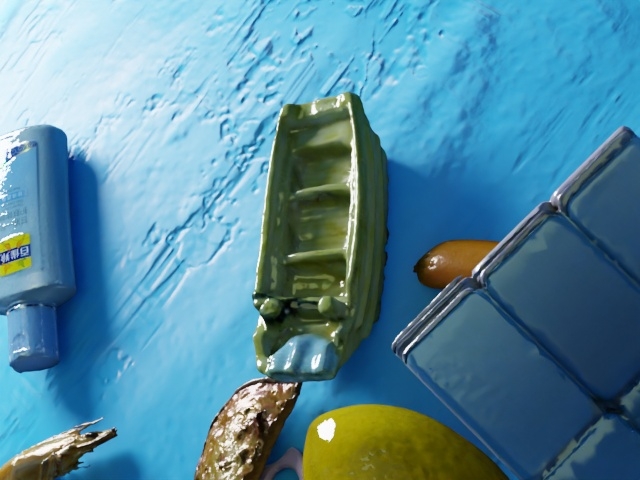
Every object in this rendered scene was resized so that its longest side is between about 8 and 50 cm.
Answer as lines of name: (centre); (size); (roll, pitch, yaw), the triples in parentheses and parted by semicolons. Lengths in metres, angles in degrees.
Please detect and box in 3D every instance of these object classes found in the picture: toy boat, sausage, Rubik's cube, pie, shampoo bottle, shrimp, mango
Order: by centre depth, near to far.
Rubik's cube: (0.219, 0.078, 0.887); (0.231, 0.221, 0.225); (44, 94, 10)
mango: (0.099, 0.281, 0.944); (0.195, 0.142, 0.332); (-10, 69, 0)
sausage: (0.163, 0.031, 1.058); (0.183, 0.054, 0.062); (16, 40, 31)
pie: (-0.084, 0.207, 1.117); (0.088, 0.033, 0.191); (8, 72, 47)
toy boat: (0.003, 0.003, 1.128); (0.111, 0.084, 0.276); (-7, 67, 26)
shrimp: (-0.257, 0.239, 1.185); (0.162, 0.045, 0.095); (-31, 63, 10)
shampoo bottle: (-0.305, 0.009, 1.277); (0.103, 0.061, 0.258); (-17, 67, 19)

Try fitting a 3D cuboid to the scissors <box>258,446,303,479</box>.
scissors: (-0.030, 0.291, 1.074); (0.110, 0.021, 0.212); (9, 75, 31)
